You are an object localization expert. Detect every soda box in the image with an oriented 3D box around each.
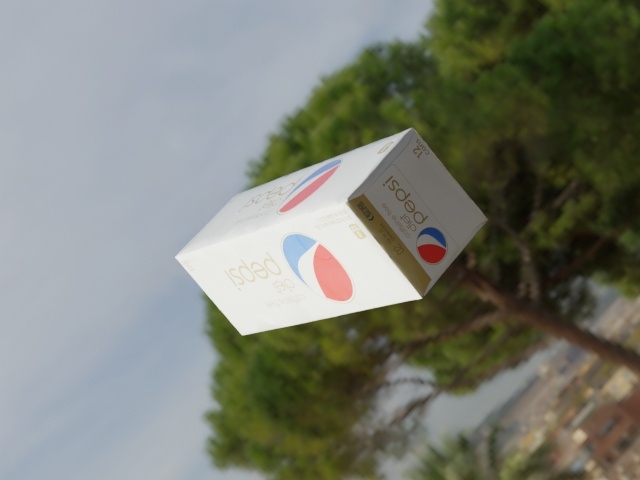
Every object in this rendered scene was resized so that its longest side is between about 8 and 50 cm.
[{"bbox_3d":[0.000,0.000,0.931,0.069,0.074,0.216,-48,16,-28],"label":"soda box"}]
